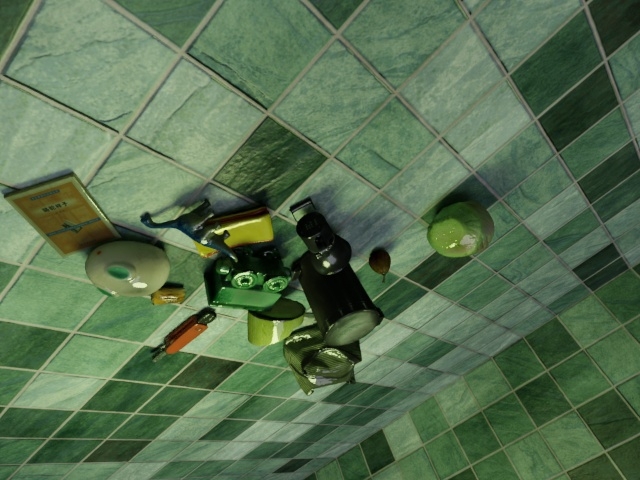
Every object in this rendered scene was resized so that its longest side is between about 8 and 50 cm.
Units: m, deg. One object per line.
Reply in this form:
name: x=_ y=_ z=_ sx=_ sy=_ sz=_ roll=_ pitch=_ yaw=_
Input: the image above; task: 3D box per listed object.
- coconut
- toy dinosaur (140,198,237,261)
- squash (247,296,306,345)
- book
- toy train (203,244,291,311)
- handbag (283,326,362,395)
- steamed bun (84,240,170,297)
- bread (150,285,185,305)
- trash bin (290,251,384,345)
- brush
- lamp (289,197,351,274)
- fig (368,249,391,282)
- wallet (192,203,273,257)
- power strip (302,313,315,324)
coconut: x=0.508 y=-0.040 z=1.604 sx=0.236 sy=0.205 sz=0.235 roll=-34 pitch=141 yaw=-34
toy dinosaur: x=-0.356 y=-0.006 z=1.243 sx=0.188 sy=0.075 sz=0.247 roll=-32 pitch=101 yaw=2
squash: x=-0.157 y=0.288 z=1.610 sx=0.220 sy=0.220 sz=0.133 roll=-7 pitch=105 yaw=-20
book: x=-0.652 y=-0.056 z=1.148 sx=0.170 sy=0.018 sz=0.241 roll=-20 pitch=141 yaw=-5
toy train: x=-0.232 y=0.124 z=1.462 sx=0.266 sy=0.145 sz=0.202 roll=13 pitch=131 yaw=-36
handbag: x=0.018 y=0.514 z=1.952 sx=0.341 sy=0.240 sz=0.247 roll=-9 pitch=134 yaw=-16
steamed bun: x=-0.545 y=0.091 z=1.270 sx=0.177 sy=0.130 sz=0.228 roll=-40 pitch=143 yaw=27
bread: x=-0.503 y=0.185 z=1.466 sx=0.106 sy=0.053 sz=0.072 roll=1 pitch=138 yaw=-35
trash bin: x=0.052 y=0.186 z=1.552 sx=0.252 sy=0.301 sz=0.202 roll=-6 pitch=137 yaw=-26
brush: x=-0.516 y=0.354 z=1.657 sx=0.323 sy=0.051 sz=0.070 roll=-38 pitch=145 yaw=12
lamp: x=0.000 y=0.000 z=1.420 sx=0.147 sy=0.172 sz=0.227 roll=-27 pitch=142 yaw=6
fig: x=0.233 y=0.099 z=1.679 sx=0.089 sy=0.125 sz=0.088 roll=-12 pitch=142 yaw=-9
wallet: x=-0.266 y=-0.029 z=1.344 sx=0.242 sy=0.067 sz=0.141 roll=-14 pitch=144 yaw=-6
power strip: x=-0.090 y=0.324 z=1.844 sx=0.191 sy=0.030 sz=0.047 roll=9 pitch=129 yaw=-34
